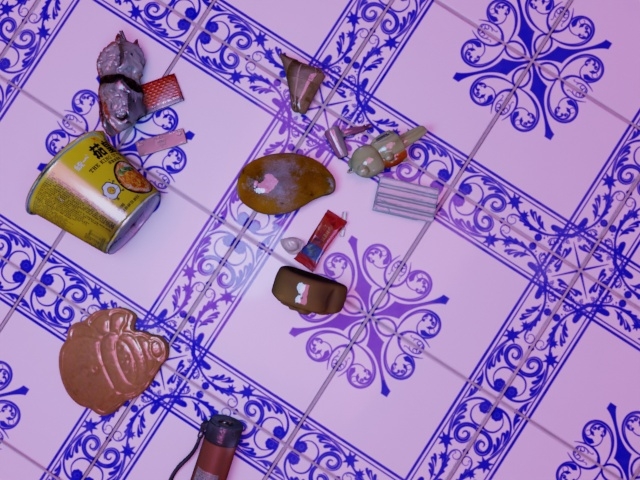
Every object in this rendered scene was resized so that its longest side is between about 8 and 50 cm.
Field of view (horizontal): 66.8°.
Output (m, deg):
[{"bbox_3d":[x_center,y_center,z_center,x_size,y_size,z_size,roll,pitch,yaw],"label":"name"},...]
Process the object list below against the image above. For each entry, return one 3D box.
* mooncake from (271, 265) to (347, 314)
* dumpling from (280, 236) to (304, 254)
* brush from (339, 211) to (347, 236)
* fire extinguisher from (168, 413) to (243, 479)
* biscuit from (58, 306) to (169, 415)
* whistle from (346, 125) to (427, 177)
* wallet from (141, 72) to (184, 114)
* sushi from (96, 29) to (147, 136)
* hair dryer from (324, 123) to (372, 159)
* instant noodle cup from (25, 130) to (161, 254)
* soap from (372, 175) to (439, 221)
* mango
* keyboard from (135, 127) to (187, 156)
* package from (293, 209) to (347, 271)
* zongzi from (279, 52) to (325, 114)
[{"bbox_3d":[-0.046,0.155,1.490,0.234,0.235,0.117,15,92,1],"label":"mooncake"},{"bbox_3d":[-0.093,0.018,1.579,0.077,0.043,0.060,0,108,-4],"label":"dumpling"},{"bbox_3d":[0.075,-0.053,1.592,0.016,0.013,0.084,7,96,5],"label":"brush"},{"bbox_3d":[-0.373,0.743,1.547,0.200,0.113,0.376,14,87,43],"label":"fire extinguisher"},{"bbox_3d":[-0.677,0.379,1.568,0.351,0.057,0.312,-31,90,0],"label":"biscuit"},{"bbox_3d":[0.210,-0.284,1.547,0.288,0.131,0.106,-28,118,-3],"label":"whistle"},{"bbox_3d":[-0.556,-0.474,1.604,0.196,0.020,0.103,-20,84,2],"label":"wallet"},{"bbox_3d":[-0.625,-0.490,1.538,0.129,0.124,0.332,-7,84,13],"label":"sushi"},{"bbox_3d":[0.100,-0.343,1.584,0.154,0.054,0.106,-29,93,-4],"label":"hair dryer"},{"bbox_3d":[-0.662,-0.128,1.465,0.254,0.325,0.326,39,89,-7],"label":"instant noodle cup"},{"bbox_3d":[0.275,-0.131,1.566,0.198,0.063,0.115,14,90,1],"label":"soap"},{"bbox_3d":[-0.108,-0.181,1.534,0.316,0.146,0.193,-7,96,-6],"label":"mango"},{"bbox_3d":[-0.525,-0.325,1.603,0.165,0.017,0.055,-17,93,0],"label":"keyboard"},{"bbox_3d":[0.000,0.000,1.577,0.083,0.022,0.200,33,86,22],"label":"package"},{"bbox_3d":[-0.092,-0.509,1.578,0.176,0.078,0.160,27,89,11],"label":"zongzi"}]
